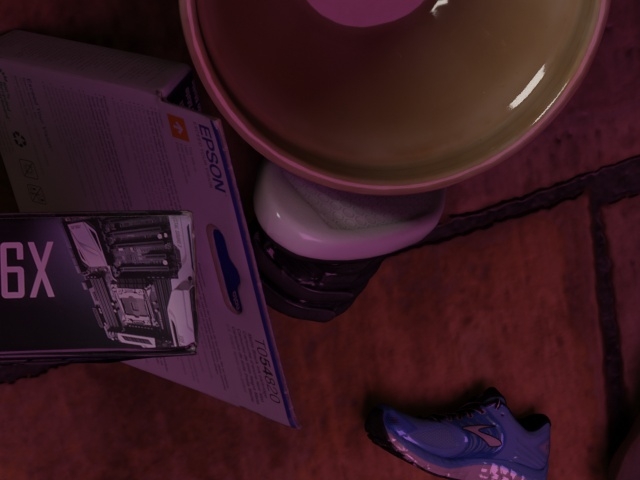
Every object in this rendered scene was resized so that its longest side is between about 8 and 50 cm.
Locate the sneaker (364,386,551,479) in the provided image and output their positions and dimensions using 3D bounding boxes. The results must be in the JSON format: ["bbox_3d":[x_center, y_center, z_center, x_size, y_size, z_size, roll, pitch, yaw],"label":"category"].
[{"bbox_3d":[0.104,0.139,1.398,0.162,0.063,0.073,16,92,-31],"label":"sneaker"}]

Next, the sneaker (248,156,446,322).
[{"bbox_3d":[0.000,0.000,1.166,0.104,0.296,0.147,37,110,4],"label":"sneaker"}]

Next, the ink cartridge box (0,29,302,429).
[{"bbox_3d":[-0.101,-0.010,1.143,0.045,0.224,0.223,-37,129,-35],"label":"ink cartridge box"}]

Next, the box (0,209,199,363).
[{"bbox_3d":[-0.241,0.032,0.991,0.307,0.242,0.076,-1,85,-18],"label":"box"}]

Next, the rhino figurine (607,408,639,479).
[{"bbox_3d":[0.294,0.120,1.441,0.106,0.073,0.243,8,112,-27],"label":"rhino figurine"}]

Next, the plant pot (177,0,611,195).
[{"bbox_3d":[0.035,-0.154,1.043,0.237,0.110,0.237,-3,112,-7],"label":"plant pot"}]
